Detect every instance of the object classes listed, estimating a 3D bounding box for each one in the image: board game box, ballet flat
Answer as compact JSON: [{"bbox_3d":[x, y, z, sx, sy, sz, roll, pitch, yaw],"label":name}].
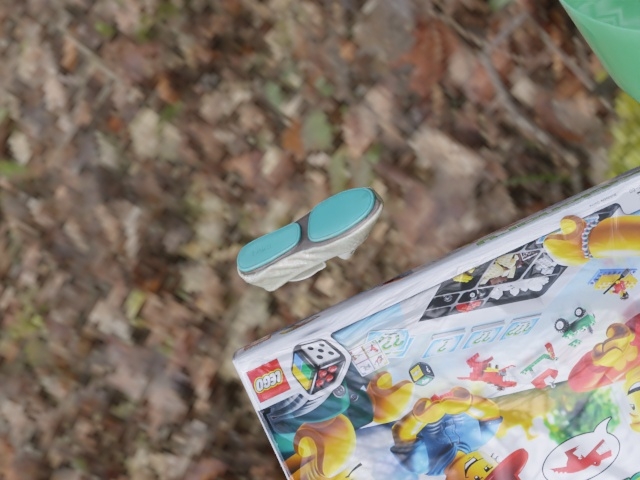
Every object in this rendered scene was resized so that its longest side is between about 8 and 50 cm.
[{"bbox_3d":[0.126,0.090,1.149,0.305,0.053,0.193,-25,94,2],"label":"board game box"},{"bbox_3d":[0.000,0.000,1.753,0.168,0.052,0.057,-23,45,34],"label":"ballet flat"}]

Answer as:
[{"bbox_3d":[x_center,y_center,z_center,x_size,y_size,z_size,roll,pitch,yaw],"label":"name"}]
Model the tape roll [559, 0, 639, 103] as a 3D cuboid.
[{"bbox_3d":[0.282,-0.207,1.118,0.321,0.077,0.321,-27,35,21],"label":"tape roll"}]
